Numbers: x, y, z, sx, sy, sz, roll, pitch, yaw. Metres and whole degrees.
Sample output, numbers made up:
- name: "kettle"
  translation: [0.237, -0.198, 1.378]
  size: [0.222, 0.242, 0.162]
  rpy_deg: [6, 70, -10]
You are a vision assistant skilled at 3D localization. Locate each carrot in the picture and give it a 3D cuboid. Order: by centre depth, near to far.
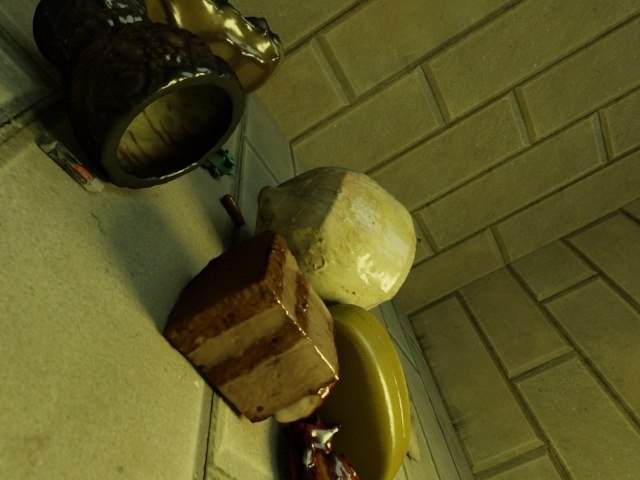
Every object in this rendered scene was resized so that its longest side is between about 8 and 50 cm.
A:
- name: "carrot"
  translation: [-0.224, -0.078, 1.118]
  size: [0.093, 0.032, 0.032]
  rpy_deg: [61, 11, -11]

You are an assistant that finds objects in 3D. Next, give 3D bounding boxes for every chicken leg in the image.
- name: "chicken leg"
  translation: [0.045, 0.462, 0.684]
  size: [0.158, 0.096, 0.407]
  rpy_deg: [5, 36, -47]

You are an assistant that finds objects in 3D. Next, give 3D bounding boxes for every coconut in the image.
- name: "coconut"
  translation: [0.000, 0.000, 1.036]
  size: [0.404, 0.405, 0.404]
  rpy_deg: [57, 12, -19]

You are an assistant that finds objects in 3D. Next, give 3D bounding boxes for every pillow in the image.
- name: "pillow"
  translation: [0.266, 0.604, 1.472]
  size: [0.270, 0.067, 0.173]
  rpy_deg: [56, 18, -20]

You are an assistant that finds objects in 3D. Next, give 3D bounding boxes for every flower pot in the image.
- name: "flower pot"
  translation: [-0.303, -0.265, 0.705]
  size: [0.267, 0.266, 0.266]
  rpy_deg: [52, 10, 10]

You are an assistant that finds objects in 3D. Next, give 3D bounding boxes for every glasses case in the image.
- name: "glasses case"
  translation: [0.082, 0.312, 0.865]
  size: [0.141, 0.173, 0.371]
  rpy_deg: [-11, 90, -59]

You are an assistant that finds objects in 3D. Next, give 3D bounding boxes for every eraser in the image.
- name: "eraser"
  translation: [-0.359, -0.108, 0.625]
  size: [0.099, 0.019, 0.027]
  rpy_deg: [54, 12, -32]

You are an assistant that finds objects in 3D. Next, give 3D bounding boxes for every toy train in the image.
- name: "toy train"
  translation: [-0.293, -0.241, 1.126]
  size: [0.178, 0.071, 0.104]
  rpy_deg: [46, 8, -48]

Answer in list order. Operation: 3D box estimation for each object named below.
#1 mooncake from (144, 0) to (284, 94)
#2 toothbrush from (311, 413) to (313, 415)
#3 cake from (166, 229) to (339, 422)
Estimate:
- name: "mooncake"
  translation: [-0.292, -0.588, 1.155]
  size: [0.246, 0.394, 0.393]
  rpy_deg: [-105, -158, -44]
- name: "toothbrush"
  translation: [-0.037, 0.284, 1.030]
  size: [0.030, 0.030, 0.297]
  rpy_deg: [43, 18, -32]
- name: "cake"
  translation: [-0.081, 0.156, 0.728]
  size: [0.293, 0.196, 0.198]
  rpy_deg: [55, 11, -20]
